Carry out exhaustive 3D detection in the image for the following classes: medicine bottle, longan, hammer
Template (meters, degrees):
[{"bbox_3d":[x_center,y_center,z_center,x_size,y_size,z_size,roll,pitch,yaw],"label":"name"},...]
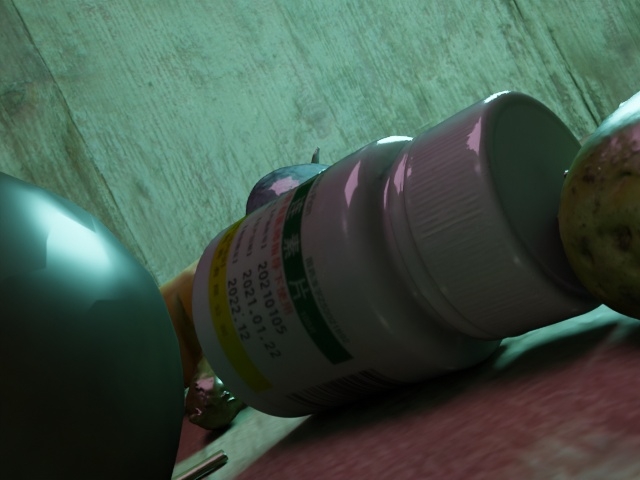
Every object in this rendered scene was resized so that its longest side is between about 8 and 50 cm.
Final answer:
[{"bbox_3d":[0.061,0.022,0.698,0.339,0.208,0.208,-28,1,42],"label":"medicine bottle"},{"bbox_3d":[-0.279,0.135,0.522,0.336,0.405,0.404,29,41,35],"label":"longan"},{"bbox_3d":[-0.179,0.257,0.769,0.199,0.013,0.062,-28,1,-16],"label":"hammer"}]

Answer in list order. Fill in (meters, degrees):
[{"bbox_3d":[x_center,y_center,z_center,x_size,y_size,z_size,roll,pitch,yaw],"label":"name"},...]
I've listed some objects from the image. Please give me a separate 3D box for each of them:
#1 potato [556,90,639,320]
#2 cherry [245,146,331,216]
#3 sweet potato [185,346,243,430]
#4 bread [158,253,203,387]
[{"bbox_3d":[0.255,-0.039,0.528,0.228,0.149,0.197,-28,-12,-23],"label":"potato"},{"bbox_3d":[0.000,0.000,1.233,0.218,0.296,0.255,-14,-16,9],"label":"cherry"},{"bbox_3d":[-0.134,0.153,1.055,0.075,0.075,0.273,-28,27,10],"label":"sweet potato"},{"bbox_3d":[-0.170,0.144,1.339,0.270,0.211,0.315,-37,-7,17],"label":"bread"}]
